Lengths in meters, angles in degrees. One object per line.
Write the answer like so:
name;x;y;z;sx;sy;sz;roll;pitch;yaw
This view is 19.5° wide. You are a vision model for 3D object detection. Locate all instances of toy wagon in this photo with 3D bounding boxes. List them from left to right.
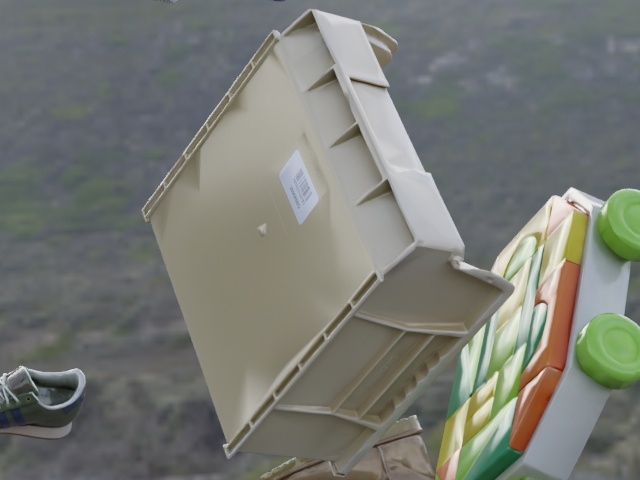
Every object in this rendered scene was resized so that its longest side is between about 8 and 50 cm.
toy wagon;0.166;0.122;1.453;0.068;0.344;0.267;23;-37;-10

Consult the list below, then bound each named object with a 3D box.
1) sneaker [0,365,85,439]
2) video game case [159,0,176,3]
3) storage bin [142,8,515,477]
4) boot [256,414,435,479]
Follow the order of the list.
sneaker;-0.329;0.162;1.930;0.192;0.064;0.086;3;-45;-38
video game case;-0.282;-0.290;1.678;0.285;0.025;0.204;15;-14;39
storage bin;0.000;0.000;1.461;0.123;0.262;0.260;10;-47;-36
boot;0.070;0.379;2.346;0.236;0.269;0.089;-19;-11;-3
